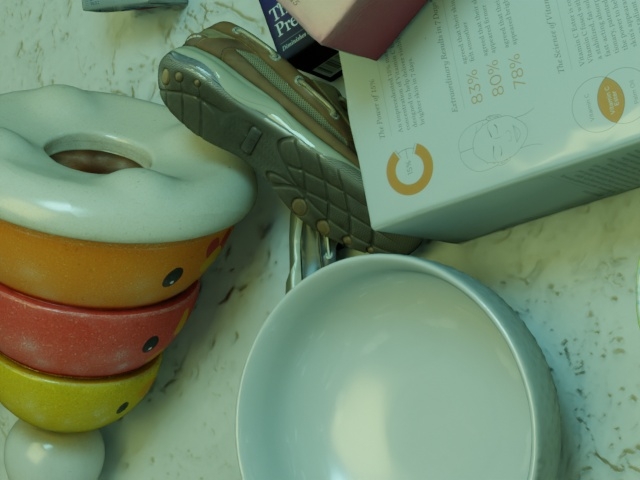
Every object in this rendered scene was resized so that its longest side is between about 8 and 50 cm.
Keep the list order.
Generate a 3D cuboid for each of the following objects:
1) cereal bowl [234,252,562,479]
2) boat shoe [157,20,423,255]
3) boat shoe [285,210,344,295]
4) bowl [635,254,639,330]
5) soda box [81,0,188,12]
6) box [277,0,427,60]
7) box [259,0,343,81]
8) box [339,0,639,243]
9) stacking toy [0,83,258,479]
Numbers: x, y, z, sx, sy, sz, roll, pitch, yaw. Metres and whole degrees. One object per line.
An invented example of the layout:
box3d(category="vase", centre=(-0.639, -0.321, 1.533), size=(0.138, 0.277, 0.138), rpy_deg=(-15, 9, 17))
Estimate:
box3d(category="cereal bowl", centre=(0.088, 0.184, 1.377), size=(0.339, 0.141, 0.338), rpy_deg=(-5, 81, 34))
box3d(category="boat shoe", centre=(-0.012, -0.112, 1.450), size=(0.324, 0.116, 0.123), rpy_deg=(40, 147, -5))
box3d(category="boat shoe", centre=(0.000, 0.000, 1.524), size=(0.065, 0.075, 0.206), rpy_deg=(5, 79, -8))
box3d(category="bowl", centre=(0.424, 0.045, 1.153), size=(0.290, 0.156, 0.289), rpy_deg=(-5, 81, 34))
box3d(category="soda box", centre=(-0.230, -0.416, 1.656), size=(0.098, 0.091, 0.286), rpy_deg=(-2, 97, 26))
box3d(category="box", centre=(0.051, -0.298, 1.256), size=(0.148, 0.127, 0.232), rpy_deg=(47, 109, 19))
box3d(category="box", centre=(0.055, -0.317, 1.489), size=(0.261, 0.103, 0.184), rpy_deg=(-31, 65, 28))
box3d(category="box", centre=(0.212, -0.148, 1.317), size=(0.345, 0.168, 0.214), rpy_deg=(-18, 75, 31))
box3d(category="stacking toy", centre=(-0.275, 0.092, 1.598), size=(0.351, 0.351, 0.479), rpy_deg=(29, 120, 34))
